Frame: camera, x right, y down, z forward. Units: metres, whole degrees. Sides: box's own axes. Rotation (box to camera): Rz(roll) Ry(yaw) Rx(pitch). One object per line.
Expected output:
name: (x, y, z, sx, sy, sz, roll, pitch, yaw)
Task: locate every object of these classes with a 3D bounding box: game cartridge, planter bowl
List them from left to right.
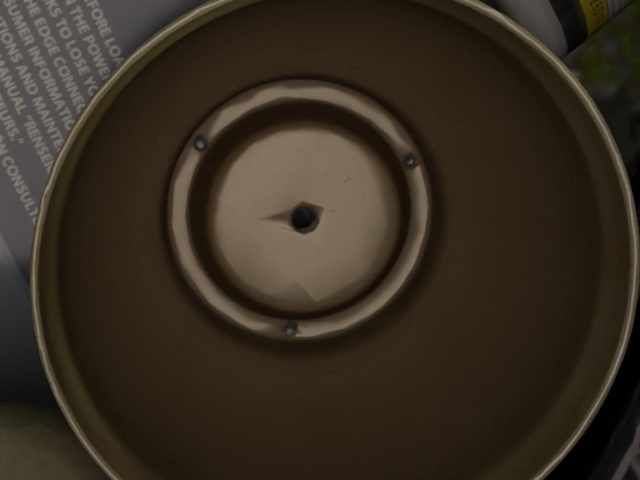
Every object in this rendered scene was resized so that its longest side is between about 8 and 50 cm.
game cartridge: (-0.065, -0.050, 0.437, 0.198, 0.062, 0.297, -25, 104, -6)
planter bowl: (0.000, 0.000, 0.373, 0.162, 0.109, 0.162, -1, 103, -7)

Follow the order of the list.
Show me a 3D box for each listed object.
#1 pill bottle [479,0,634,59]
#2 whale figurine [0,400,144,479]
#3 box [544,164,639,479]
pill bottle: (0.112, -0.151, 0.407, 0.184, 0.103, 0.103, -39, 104, 4)
whale figurine: (-0.095, 0.164, 0.386, 0.216, 0.141, 0.272, -26, 142, 3)
box: (0.239, 0.058, 0.401, 0.294, 0.183, 0.296, 27, 96, 2)
